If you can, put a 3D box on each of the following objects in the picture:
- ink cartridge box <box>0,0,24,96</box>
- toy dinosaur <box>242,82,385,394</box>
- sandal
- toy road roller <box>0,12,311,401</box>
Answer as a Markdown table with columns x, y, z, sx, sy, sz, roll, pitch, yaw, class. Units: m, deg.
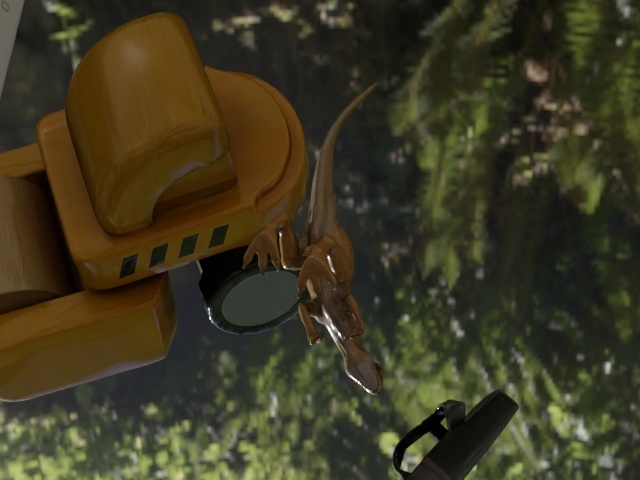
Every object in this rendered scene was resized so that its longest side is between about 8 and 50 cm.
| x | y | z | sx | sy | sz | roll | pitch | yaw | class |
| --- | --- | --- | --- | --- | --- | --- | --- | --- | --- |
| -0.202 | -0.094 | 0.511 | 0.060 | 0.239 | 0.275 | -2 | -113 | 27 | ink cartridge box |
| 0.000 | 0.000 | 0.977 | 0.064 | 0.212 | 0.112 | -5 | 180 | 23 | toy dinosaur |
| 0.085 | 0.147 | 1.047 | 0.054 | 0.097 | 0.254 | 39 | -168 | 11 | sandal |
| -0.172 | -0.040 | 1.187 | 0.329 | 0.241 | 0.203 | -18 | -127 | -7 | toy road roller |
